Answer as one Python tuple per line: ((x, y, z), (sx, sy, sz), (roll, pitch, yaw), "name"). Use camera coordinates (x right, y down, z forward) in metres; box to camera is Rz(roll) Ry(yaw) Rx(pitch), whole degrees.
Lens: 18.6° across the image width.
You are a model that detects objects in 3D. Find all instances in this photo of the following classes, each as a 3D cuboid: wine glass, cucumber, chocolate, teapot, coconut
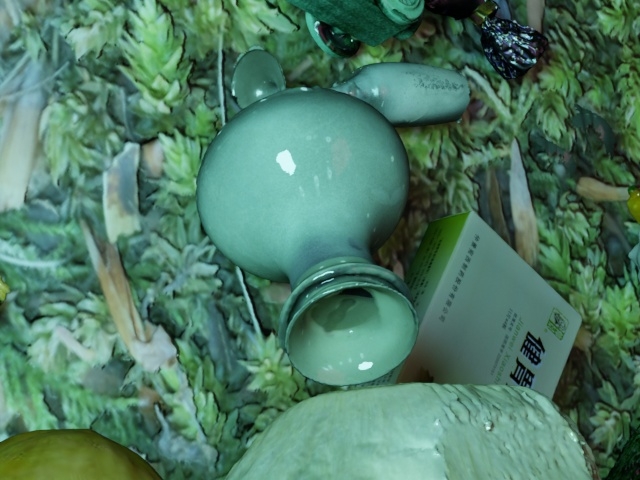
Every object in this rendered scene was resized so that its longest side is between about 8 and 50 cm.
((0.039, -0.135, 1.782), (0.262, 0.074, 0.074), (-2, 82, -44), "wine glass")
((0.329, 0.225, 1.974), (0.058, 0.058, 0.187), (54, 53, -19), "cucumber")
((0.154, -0.221, 1.907), (0.147, 0.070, 0.072), (41, 29, -29), "chocolate")
((0.000, 0.000, 1.594), (0.183, 0.183, 0.251), (31, 25, -33), "teapot")
((0.088, 0.318, 1.543), (0.415, 0.344, 0.415), (11, 72, -34), "coconut")

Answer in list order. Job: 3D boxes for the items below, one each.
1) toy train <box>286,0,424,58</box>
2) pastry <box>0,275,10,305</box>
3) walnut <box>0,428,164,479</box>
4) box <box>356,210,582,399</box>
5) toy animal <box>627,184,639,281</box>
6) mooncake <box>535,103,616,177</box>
((-0.017, -0.280, 1.742), (0.285, 0.116, 0.177), (23, 55, -36), "toy train")
((-0.301, 0.022, 1.455), (0.140, 0.056, 0.080), (-6, 74, -40), "pastry")
((-0.182, 0.282, 1.413), (0.203, 0.203, 0.298), (8, 68, -40), "walnut")
((0.131, 0.127, 1.812), (0.175, 0.062, 0.260), (43, 56, -27), "box")
((0.376, 0.007, 2.017), (0.181, 0.127, 0.131), (6, 83, -52), "toy animal")
((0.147, -0.068, 1.880), (0.347, 0.057, 0.150), (-34, 117, -34), "mooncake")
